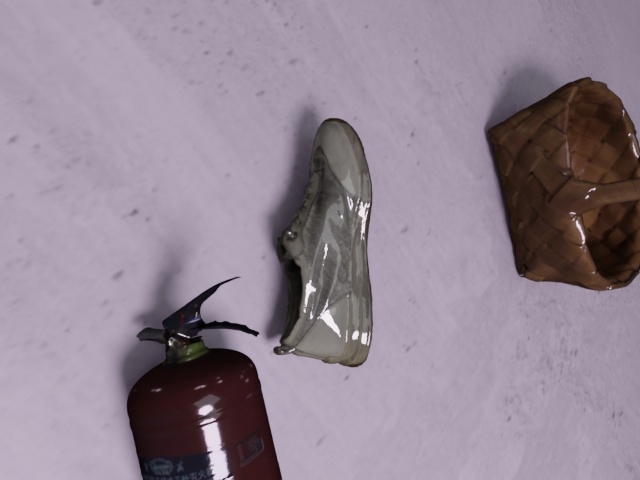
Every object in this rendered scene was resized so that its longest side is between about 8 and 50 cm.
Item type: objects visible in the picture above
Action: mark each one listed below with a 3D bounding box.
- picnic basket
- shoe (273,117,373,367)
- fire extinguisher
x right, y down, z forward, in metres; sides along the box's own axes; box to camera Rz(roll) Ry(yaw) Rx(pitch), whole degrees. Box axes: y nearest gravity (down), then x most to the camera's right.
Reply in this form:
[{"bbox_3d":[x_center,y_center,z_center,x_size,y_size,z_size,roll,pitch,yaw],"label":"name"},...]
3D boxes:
[{"bbox_3d":[0.467,-0.093,0.700,0.293,0.337,0.336,-17,94,-35],"label":"picnic basket"},{"bbox_3d":[0.000,0.000,0.505,0.099,0.103,0.274,3,80,-20],"label":"shoe"},{"bbox_3d":[-0.084,0.205,0.402,0.114,0.136,0.336,-18,95,-70],"label":"fire extinguisher"}]
